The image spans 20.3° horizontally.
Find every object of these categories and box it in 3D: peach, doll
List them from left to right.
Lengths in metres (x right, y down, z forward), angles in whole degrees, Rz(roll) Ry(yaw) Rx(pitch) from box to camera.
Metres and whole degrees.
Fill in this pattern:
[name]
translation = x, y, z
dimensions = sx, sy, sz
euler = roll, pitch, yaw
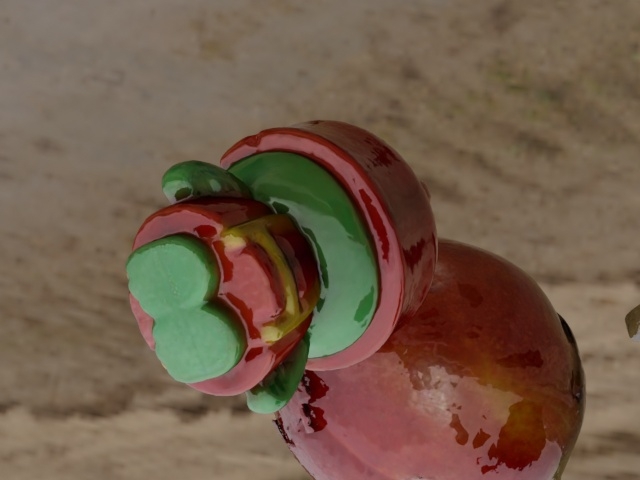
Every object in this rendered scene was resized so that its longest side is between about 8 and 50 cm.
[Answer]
[doll]
translation = -0.001, 0.000, 1.318
dimensions = 0.160, 0.183, 0.363
euler = -26, -179, 27
[peach]
translation = 0.109, 0.169, 2.036
dimensions = 0.370, 0.370, 0.370
euler = 9, 161, 3

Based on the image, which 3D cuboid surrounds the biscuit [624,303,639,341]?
[biscuit]
translation = 0.417, 0.027, 1.812
dimensions = 0.183, 0.047, 0.320
euler = -1, 155, -22
